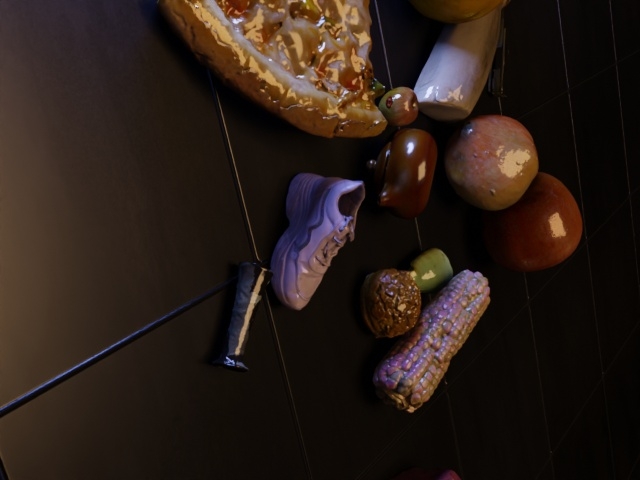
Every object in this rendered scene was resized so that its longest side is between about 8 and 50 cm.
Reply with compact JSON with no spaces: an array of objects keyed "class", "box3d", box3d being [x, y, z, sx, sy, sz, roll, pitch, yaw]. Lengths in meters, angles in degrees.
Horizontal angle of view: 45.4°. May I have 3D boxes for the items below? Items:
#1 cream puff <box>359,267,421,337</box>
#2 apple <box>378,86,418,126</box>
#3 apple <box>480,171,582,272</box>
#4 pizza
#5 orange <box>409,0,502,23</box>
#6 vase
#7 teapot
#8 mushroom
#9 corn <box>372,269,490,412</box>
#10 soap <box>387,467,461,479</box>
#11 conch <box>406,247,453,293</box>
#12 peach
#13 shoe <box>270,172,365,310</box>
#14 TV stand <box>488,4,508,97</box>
[{"class":"cream puff","box3d":[0.142,0.121,1.495,0.126,0.103,0.143,-37,116,-44]},{"class":"apple","box3d":[0.157,-0.269,1.541,0.084,0.071,0.083,-2,92,-60]},{"class":"apple","box3d":[0.508,-0.049,1.868,0.254,0.254,0.253,-1,91,-52]},{"class":"pizza","box3d":[-0.017,-0.319,1.241,0.435,0.080,0.391,-43,116,-31]},{"class":"orange","box3d":[0.282,-0.587,1.563,0.279,0.235,0.279,6,82,-55]},{"class":"vase","box3d":[-0.121,0.121,1.197,0.059,0.059,0.167,32,66,-47]},{"class":"teapot","box3d":[0.160,-0.149,1.512,0.252,0.135,0.178,-75,178,-46]},{"class":"mushroom","box3d":[0.325,-0.421,1.707,0.154,0.138,0.407,39,66,-30]},{"class":"corn","box3d":[0.228,0.198,1.553,0.335,0.127,0.126,-51,129,-25]},{"class":"soap","box3d":[0.193,0.598,1.546,0.325,0.127,0.220,-52,129,-39]},{"class":"conch","box3d":[0.223,0.066,1.627,0.170,0.079,0.105,-7,83,-48]},{"class":"peach","box3d":[0.379,-0.187,1.717,0.233,0.233,0.232,-1,91,-52]},{"class":"shoe","box3d":[0.000,0.000,1.288,0.095,0.138,0.245,25,71,-44]},{"class":"TV stand","box3d":[0.457,-0.488,1.943,0.036,0.042,0.249,10,82,-49]}]
